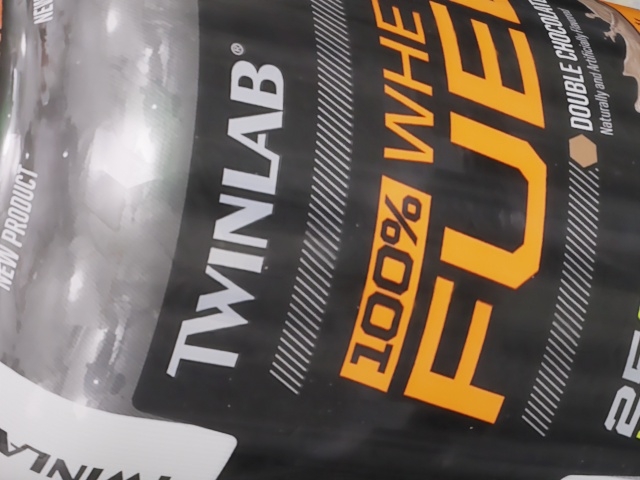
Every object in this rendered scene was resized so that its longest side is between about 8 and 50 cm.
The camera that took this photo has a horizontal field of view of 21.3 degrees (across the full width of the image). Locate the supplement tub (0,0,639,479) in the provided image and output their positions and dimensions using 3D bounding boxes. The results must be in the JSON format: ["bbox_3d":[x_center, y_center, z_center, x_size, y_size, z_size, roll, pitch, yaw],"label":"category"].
[{"bbox_3d":[0.000,0.000,0.584,0.338,0.207,0.207,9,69,-23],"label":"supplement tub"}]
